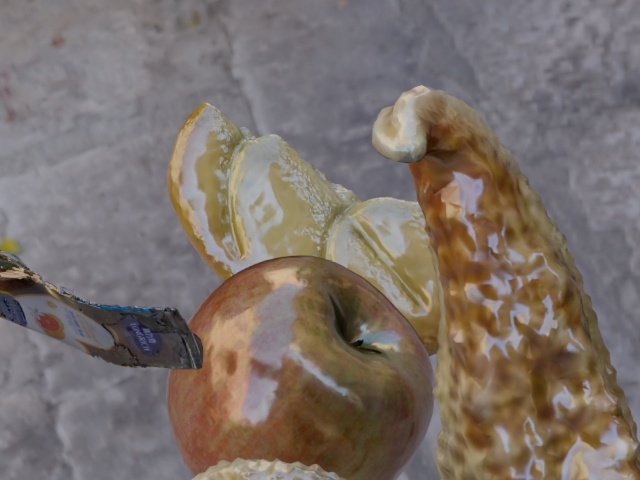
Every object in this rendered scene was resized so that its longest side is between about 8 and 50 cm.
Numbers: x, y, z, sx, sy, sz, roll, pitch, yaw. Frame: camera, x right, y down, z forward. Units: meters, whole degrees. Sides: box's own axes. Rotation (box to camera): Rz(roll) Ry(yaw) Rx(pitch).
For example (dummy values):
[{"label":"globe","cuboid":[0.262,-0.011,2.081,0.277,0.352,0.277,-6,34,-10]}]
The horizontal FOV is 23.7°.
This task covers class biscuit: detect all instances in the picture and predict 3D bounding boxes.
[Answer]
[{"label":"biscuit","cuboid":[-0.003,0.003,1.302,0.299,0.045,0.154,23,88,8]}]

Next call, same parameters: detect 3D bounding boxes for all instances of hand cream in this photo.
[{"label":"hand cream","cuboid":[-0.144,0.038,0.875,0.163,0.062,0.039,18,55,27]}]

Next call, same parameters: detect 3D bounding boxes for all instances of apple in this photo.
[{"label":"apple","cuboid":[-0.018,0.112,1.098,0.174,0.188,0.188,-50,39,26]}]

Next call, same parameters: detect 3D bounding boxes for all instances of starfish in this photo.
[{"label":"starfish","cuboid":[0.114,0.110,0.431,0.375,0.327,0.094,10,50,25]}]
